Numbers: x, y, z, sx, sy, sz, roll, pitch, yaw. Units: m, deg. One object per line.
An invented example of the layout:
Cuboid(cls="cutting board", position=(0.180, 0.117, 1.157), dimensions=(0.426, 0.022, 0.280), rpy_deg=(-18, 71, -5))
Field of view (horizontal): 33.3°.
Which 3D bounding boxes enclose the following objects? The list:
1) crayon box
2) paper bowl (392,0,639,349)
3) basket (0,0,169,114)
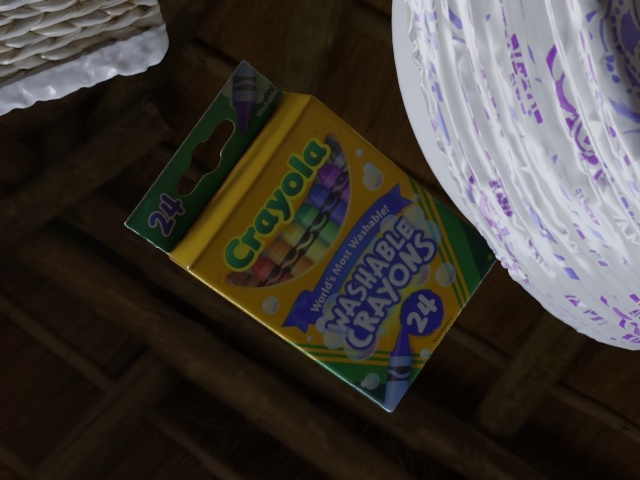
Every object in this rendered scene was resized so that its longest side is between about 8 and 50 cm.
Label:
Cuboid(cls="crayon box", position=(0.000, 0.000, 1.056), dimensions=(0.323, 0.083, 0.203), rpy_deg=(37, -95, -24))
Cuboid(cls="paper bowl", position=(0.145, -0.093, 0.482), dimensions=(0.148, 0.284, 0.284), rpy_deg=(-10, -97, 47))
Cuboid(cls="basket", position=(-0.371, -0.306, 1.053), dimensions=(0.331, 0.266, 0.328), rpy_deg=(-24, -135, -27))
